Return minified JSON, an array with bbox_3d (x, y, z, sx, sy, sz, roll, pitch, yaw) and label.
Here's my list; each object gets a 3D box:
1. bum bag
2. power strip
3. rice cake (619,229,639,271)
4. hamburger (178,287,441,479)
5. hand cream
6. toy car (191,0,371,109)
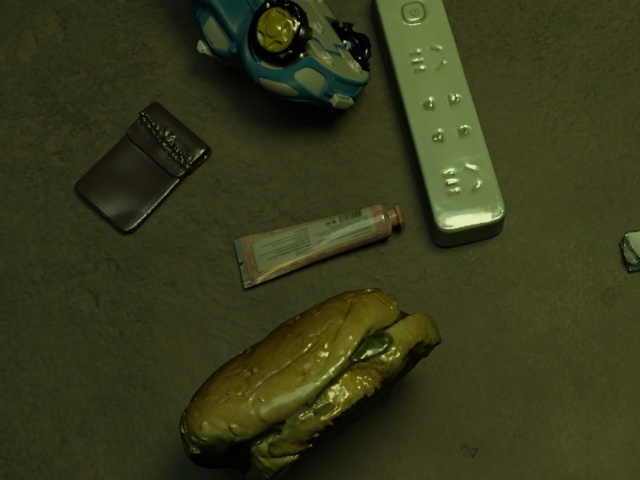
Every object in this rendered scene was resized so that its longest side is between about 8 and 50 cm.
[{"bbox_3d":[-0.229,-0.094,1.391,0.109,0.026,0.159,39,78,16],"label":"bum bag"},{"bbox_3d":[0.142,-0.182,1.371,0.091,0.062,0.385,-12,70,-3],"label":"power strip"},{"bbox_3d":[0.464,0.002,1.289,0.211,0.034,0.043,-6,61,3],"label":"rice cake"},{"bbox_3d":[-0.018,0.150,1.154,0.285,0.265,0.134,-38,77,-11],"label":"hamburger"},{"bbox_3d":[0.000,0.000,1.331,0.210,0.043,0.067,-16,67,5],"label":"hand cream"},{"bbox_3d":[-0.070,-0.274,1.370,0.166,0.198,0.314,-40,72,26],"label":"toy car"}]
